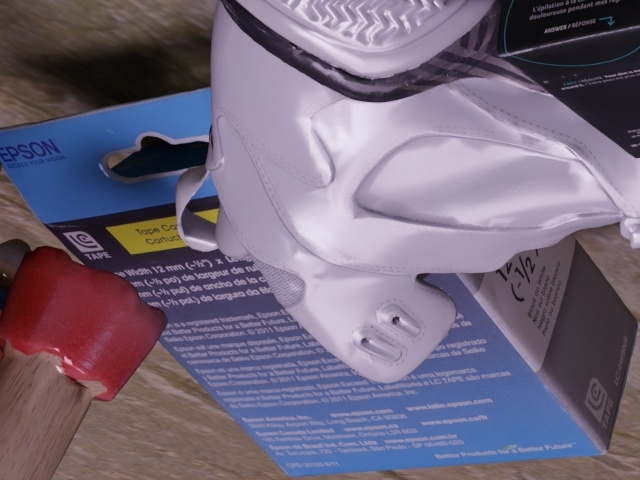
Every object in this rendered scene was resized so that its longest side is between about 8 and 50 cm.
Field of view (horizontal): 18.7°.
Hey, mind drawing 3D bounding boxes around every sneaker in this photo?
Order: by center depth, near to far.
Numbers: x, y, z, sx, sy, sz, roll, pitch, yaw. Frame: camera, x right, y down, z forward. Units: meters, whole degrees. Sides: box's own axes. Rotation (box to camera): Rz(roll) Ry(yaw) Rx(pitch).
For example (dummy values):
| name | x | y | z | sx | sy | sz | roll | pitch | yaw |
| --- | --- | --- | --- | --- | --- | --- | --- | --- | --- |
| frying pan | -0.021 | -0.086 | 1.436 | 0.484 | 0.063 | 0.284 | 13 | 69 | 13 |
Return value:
| name | x | y | z | sx | sy | sz | roll | pitch | yaw |
| --- | --- | --- | --- | --- | --- | --- | --- | --- | --- |
| sneaker | 0.108 | -0.036 | 0.930 | 0.366 | 0.137 | 0.210 | 15 | 127 | -6 |

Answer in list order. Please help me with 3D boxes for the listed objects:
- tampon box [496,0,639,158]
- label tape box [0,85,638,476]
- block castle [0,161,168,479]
| name | x | y | z | sx | sy | sz | roll | pitch | yaw |
| --- | --- | --- | --- | --- | --- | --- | --- | --- | --- |
| tampon box | 0.150 | -0.130 | 0.738 | 0.120 | 0.161 | 0.101 | -8 | 154 | 38 |
| label tape box | 0.000 | 0.000 | 1.168 | 0.249 | 0.115 | 0.347 | -9 | 134 | 37 |
| block castle | -0.328 | -0.022 | 1.050 | 0.453 | 0.213 | 0.303 | 34 | 161 | -19 |
